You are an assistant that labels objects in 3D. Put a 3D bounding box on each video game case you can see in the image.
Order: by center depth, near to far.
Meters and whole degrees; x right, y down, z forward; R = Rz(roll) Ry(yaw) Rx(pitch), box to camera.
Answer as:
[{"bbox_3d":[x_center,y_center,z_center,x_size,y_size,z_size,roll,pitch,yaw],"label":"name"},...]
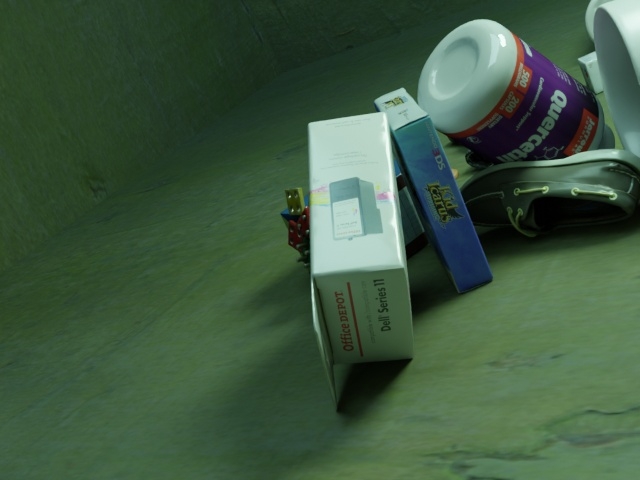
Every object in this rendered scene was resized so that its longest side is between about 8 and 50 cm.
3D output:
[{"bbox_3d":[0.167,-0.084,1.416,0.061,0.270,0.244,-23,18,3],"label":"video game case"}]

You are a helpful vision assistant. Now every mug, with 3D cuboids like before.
[{"bbox_3d":[0.611,-0.253,1.383,0.328,0.276,0.374,-16,-11,9],"label":"mug"}]

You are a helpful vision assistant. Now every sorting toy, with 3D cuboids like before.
[{"bbox_3d":[0.000,0.000,1.494,0.046,0.132,0.274,-13,31,-31],"label":"sorting toy"}]

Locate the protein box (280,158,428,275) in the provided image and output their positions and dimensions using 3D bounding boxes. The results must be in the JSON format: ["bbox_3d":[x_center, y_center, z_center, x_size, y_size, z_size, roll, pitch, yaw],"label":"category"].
[{"bbox_3d":[0.079,-0.039,1.621,0.201,0.136,0.200,-35,20,-26],"label":"protein box"}]

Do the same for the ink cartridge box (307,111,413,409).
[{"bbox_3d":[0.055,0.024,1.233,0.119,0.207,0.353,-6,50,5],"label":"ink cartridge box"}]

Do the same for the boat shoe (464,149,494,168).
[{"bbox_3d":[0.365,-0.179,1.767,0.083,0.065,0.183,-40,17,-32],"label":"boat shoe"}]

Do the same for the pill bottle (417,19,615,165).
[{"bbox_3d":[0.318,-0.199,1.447,0.181,0.323,0.182,-32,46,40],"label":"pill bottle"}]

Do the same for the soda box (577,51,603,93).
[{"bbox_3d":[0.661,-0.388,1.933,0.216,0.074,0.069,-23,18,9],"label":"soda box"}]

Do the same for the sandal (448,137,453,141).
[{"bbox_3d":[0.331,-0.229,1.977,0.072,0.049,0.180,-24,3,-16],"label":"sandal"}]

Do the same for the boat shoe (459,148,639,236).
[{"bbox_3d":[0.335,-0.060,1.394,0.305,0.109,0.091,-10,50,39],"label":"boat shoe"}]

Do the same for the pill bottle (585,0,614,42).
[{"bbox_3d":[0.725,-0.560,2.187,0.161,0.161,0.283,-15,20,29],"label":"pill bottle"}]

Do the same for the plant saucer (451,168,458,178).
[{"bbox_3d":[0.237,-0.124,1.849,0.083,0.013,0.083,-22,18,8],"label":"plant saucer"}]
